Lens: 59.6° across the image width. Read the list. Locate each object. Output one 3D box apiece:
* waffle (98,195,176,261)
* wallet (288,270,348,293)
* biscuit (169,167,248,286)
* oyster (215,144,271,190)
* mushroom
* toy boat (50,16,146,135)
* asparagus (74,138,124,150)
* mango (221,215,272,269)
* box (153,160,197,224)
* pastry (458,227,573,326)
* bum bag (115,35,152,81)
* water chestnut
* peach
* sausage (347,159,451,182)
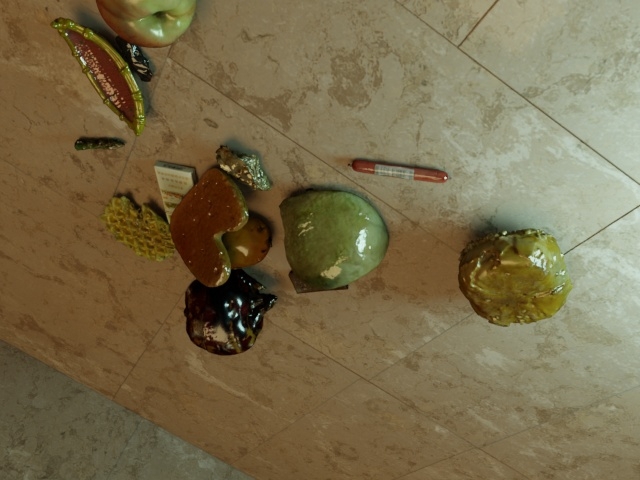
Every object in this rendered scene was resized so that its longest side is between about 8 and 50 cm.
[{"bbox_3d":[-0.572,-0.035,1.774,0.250,0.056,0.261,-21,123,42],"label":"waffle"},{"bbox_3d":[-0.010,0.124,1.713,0.176,0.026,0.095,-6,127,26],"label":"wallet"},{"bbox_3d":[-0.290,-0.033,1.542,0.277,0.052,0.262,-47,71,22],"label":"biscuit"},{"bbox_3d":[-0.198,-0.189,1.474,0.177,0.056,0.105,37,146,-13],"label":"oyster"},{"bbox_3d":[0.002,-0.005,1.473,0.292,0.212,0.217,1,140,30],"label":"mushroom"},{"bbox_3d":[-0.525,-0.408,1.374,0.141,0.099,0.318,-6,131,32],"label":"toy boat"},{"bbox_3d":[-0.626,-0.272,1.585,0.165,0.036,0.030,4,140,18],"label":"asparagus"},{"bbox_3d":[-0.256,0.007,1.636,0.249,0.151,0.155,-5,98,35],"label":"mango"},{"bbox_3d":[-0.409,-0.126,1.636,0.122,0.032,0.220,11,135,13],"label":"box"},{"bbox_3d":[0.471,0.079,1.373,0.255,0.161,0.311,-15,135,20],"label":"pastry"},{"bbox_3d":[-0.448,-0.440,1.352,0.058,0.034,0.124,-2,132,42],"label":"bum bag"},{"bbox_3d":[-0.286,0.215,1.749,0.289,0.289,0.244,34,130,-11],"label":"water chestnut"},{"bbox_3d":[-0.365,-0.522,1.148,0.233,0.232,0.232,12,135,12],"label":"peach"},{"bbox_3d":[0.188,-0.167,1.349,0.253,0.034,0.034,11,135,14],"label":"sausage"}]
